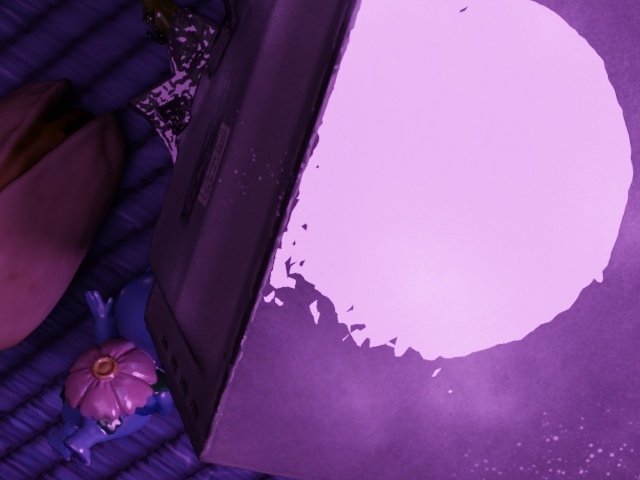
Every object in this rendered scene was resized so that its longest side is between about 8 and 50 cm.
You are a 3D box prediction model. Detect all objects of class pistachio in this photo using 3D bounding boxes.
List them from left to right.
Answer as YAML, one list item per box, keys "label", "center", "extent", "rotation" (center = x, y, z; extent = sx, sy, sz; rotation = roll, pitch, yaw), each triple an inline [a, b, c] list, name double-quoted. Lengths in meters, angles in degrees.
- label: "pistachio"
  center: [-0.245, -0.017, 1.027]
  extent: [0.137, 0.153, 0.238]
  rotation: [32, 76, -5]

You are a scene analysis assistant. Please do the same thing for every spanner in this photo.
- label: "spanner"
  center: [-0.086, -0.010, 0.976]
  extent: [0.093, 0.026, 0.326]
  rotation: [-6, 89, 1]

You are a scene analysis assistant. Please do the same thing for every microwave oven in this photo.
- label: "microwave oven"
  center: [0.098, -0.073, 0.838]
  extent: [0.374, 0.236, 0.432]
  rotation: [15, 102, -21]

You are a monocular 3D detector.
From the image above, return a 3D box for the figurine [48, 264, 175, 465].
- label: "figurine"
  center: [-0.131, 0.110, 1.031]
  extent: [0.178, 0.114, 0.144]
  rotation: [-48, 125, -24]

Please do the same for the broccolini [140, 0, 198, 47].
- label: "broccolini"
  center: [-0.082, -0.194, 1.014]
  extent: [0.123, 0.062, 0.272]
  rotation: [-24, 91, 5]
